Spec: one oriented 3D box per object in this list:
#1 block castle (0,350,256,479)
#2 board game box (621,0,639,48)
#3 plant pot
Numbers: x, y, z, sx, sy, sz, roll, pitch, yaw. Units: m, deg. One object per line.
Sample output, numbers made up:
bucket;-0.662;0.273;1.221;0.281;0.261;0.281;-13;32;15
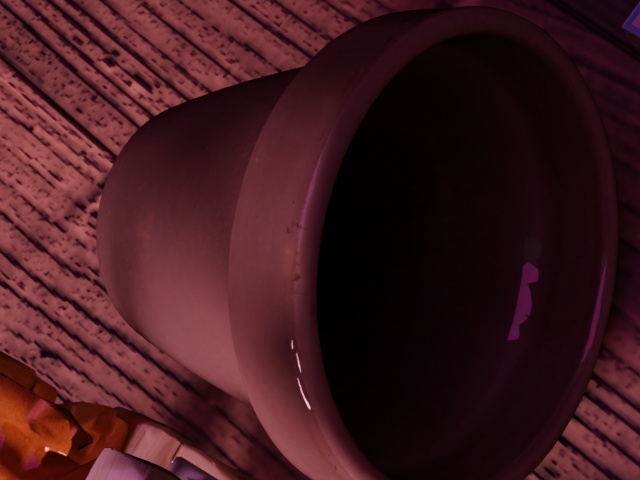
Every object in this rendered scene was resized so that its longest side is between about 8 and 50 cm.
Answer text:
block castle;-0.051;0.240;0.823;0.453;0.303;0.213;27;85;30
board game box;0.263;-0.158;0.983;0.103;0.026;0.154;36;89;29
plant pot;0.000;0.000;0.936;0.229;0.263;0.263;9;75;43
